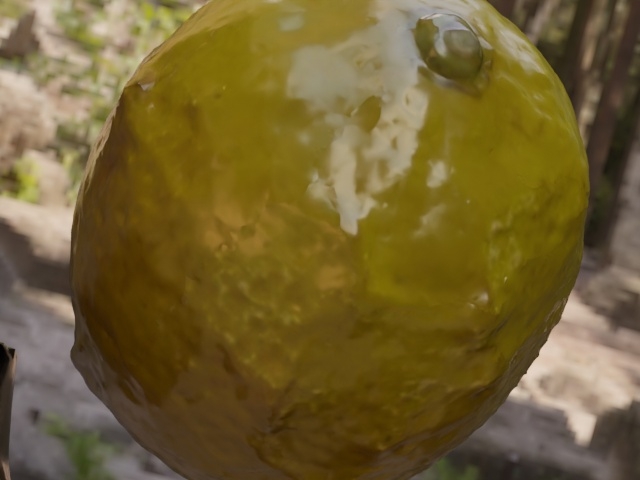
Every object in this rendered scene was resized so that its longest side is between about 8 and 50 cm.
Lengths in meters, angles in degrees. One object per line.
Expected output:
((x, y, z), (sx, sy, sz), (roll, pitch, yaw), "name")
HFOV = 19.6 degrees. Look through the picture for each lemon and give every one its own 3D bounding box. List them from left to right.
((0.000, 0.000, 0.840), (0.233, 0.233, 0.288), (19, -44, -21), "lemon")

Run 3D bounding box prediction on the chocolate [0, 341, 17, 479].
((-0.304, 0.130, 0.822), (0.340, 0.210, 0.225), (5, -11, 16), "chocolate")
